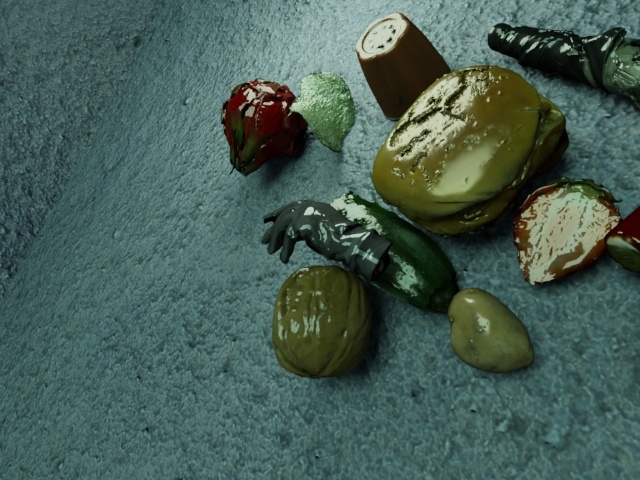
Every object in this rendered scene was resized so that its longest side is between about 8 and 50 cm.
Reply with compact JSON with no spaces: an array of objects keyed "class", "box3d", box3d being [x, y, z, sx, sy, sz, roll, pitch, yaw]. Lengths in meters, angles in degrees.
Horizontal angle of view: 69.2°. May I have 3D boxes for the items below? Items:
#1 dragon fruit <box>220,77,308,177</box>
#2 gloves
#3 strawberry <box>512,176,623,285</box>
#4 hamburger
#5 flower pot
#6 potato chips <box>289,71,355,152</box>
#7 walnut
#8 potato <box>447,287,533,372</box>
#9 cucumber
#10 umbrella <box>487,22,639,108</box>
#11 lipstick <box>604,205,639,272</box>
[{"class":"dragon fruit","box3d":[-0.152,-0.286,1.215,0.233,0.233,0.293,-4,68,37]},{"class":"gloves","box3d":[0.006,-0.008,0.822,0.285,0.142,0.119,11,101,34]},{"class":"strawberry","box3d":[0.379,-0.008,0.718,0.146,0.082,0.187,32,93,43]},{"class":"hamburger","box3d":[0.252,-0.159,0.820,0.305,0.174,0.284,-53,36,1]},{"class":"flower pot","box3d":[0.174,-0.401,1.048,0.190,0.173,0.191,-21,52,28]},{"class":"potato chips","box3d":[0.007,-0.316,1.147,0.059,0.166,0.229,124,163,-63]},{"class":"walnut","box3d":[0.005,0.144,0.851,0.213,0.213,0.214,-19,54,29]},{"class":"potato","box3d":[0.253,0.140,0.715,0.112,0.112,0.147,-41,44,12]},{"class":"cucumber","box3d":[0.122,0.012,0.871,0.325,0.145,0.105,42,124,41]},{"class":"umbrella","box3d":[0.452,-0.344,0.836,0.358,0.113,0.106,47,119,44]},{"class":"lipstick","box3d":[0.496,-0.056,0.624,0.241,0.080,0.080,-41,46,-5]}]
